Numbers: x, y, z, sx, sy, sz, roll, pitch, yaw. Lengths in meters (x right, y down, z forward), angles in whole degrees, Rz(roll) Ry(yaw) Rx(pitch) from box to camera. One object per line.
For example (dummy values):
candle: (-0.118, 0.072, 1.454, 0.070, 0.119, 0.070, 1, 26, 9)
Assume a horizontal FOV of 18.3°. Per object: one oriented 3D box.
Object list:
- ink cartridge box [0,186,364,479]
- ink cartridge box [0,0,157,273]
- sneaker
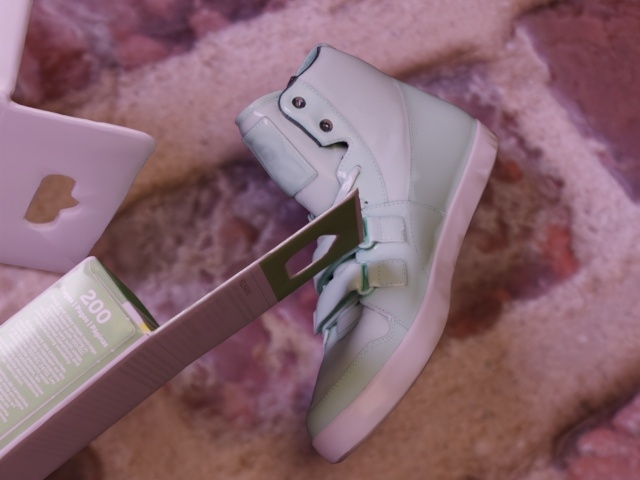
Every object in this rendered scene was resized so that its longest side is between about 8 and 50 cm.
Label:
ink cartridge box: (-0.088, 0.040, 0.989, 0.235, 0.171, 0.056, -39, 82, -3)
ink cartridge box: (-0.266, -0.102, 1.013, 0.354, 0.207, 0.119, 14, 64, -15)
sneaker: (0.000, 0.000, 1.130, 0.151, 0.094, 0.256, 30, 50, -12)
